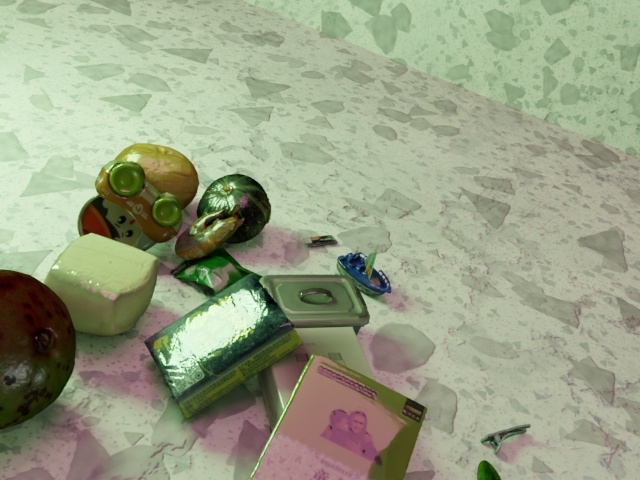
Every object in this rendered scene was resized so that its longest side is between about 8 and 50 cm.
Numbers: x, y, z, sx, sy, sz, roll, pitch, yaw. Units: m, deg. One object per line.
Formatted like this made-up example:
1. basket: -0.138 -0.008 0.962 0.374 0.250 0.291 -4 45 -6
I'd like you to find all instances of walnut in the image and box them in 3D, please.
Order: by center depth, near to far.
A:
1. walnut: -0.417 -0.150 1.886 0.226 0.193 0.193 5 33 -27

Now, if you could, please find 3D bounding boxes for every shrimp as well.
1. shrimp: -0.261 -0.028 1.750 0.188 0.051 0.132 -30 48 1

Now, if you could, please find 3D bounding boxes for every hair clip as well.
1. hair clip: 0.377 0.396 1.506 0.115 0.030 0.039 -10 59 -30

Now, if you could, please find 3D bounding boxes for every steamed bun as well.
1. steamed bun: -0.440 0.101 1.516 0.200 0.154 0.250 19 26 1

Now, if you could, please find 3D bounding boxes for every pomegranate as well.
1. pomegranate: -0.578 0.205 1.251 0.323 0.290 0.290 -32 38 7

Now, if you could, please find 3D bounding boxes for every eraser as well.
1. eraser: 0.000 0.000 1.962 0.099 0.019 0.027 -8 39 -29

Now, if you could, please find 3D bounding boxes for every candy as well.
1. candy: -0.227 0.075 1.713 0.203 0.078 0.141 30 35 32

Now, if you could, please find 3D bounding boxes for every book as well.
1. book: 0.023 0.378 1.269 0.239 0.035 0.352 26 53 3

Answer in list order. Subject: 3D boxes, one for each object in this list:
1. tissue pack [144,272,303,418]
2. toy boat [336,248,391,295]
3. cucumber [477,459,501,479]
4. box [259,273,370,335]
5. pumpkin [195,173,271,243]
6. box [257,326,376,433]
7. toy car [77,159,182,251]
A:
1. tissue pack: -0.188 0.194 1.436 0.257 0.081 0.185 -32 44 -11
2. toy boat: 0.115 0.067 1.823 0.091 0.110 0.175 -15 45 -37
3. cucumber: 0.308 0.488 1.317 0.056 0.056 0.250 13 32 -2
4. box: -0.020 0.155 1.620 0.227 0.130 0.162 0 36 -20
5. pumpkin: -0.214 -0.078 1.876 0.190 0.146 0.190 -6 62 11
6. box: -0.005 0.286 1.457 0.203 0.106 0.251 0 34 -18
7. toy car: -0.444 -0.054 1.718 0.235 0.235 0.145 7 7 -12
